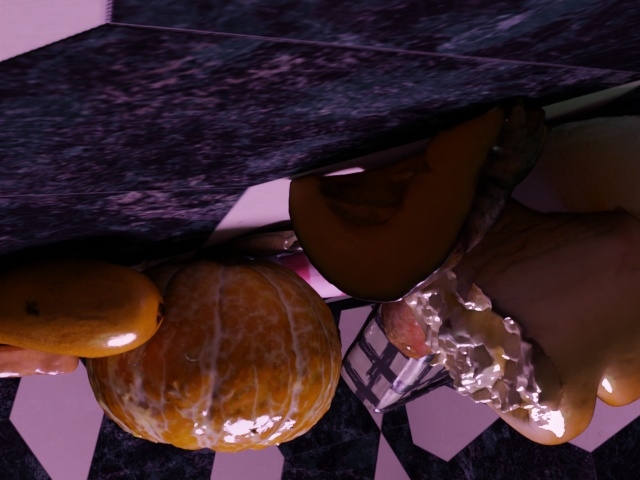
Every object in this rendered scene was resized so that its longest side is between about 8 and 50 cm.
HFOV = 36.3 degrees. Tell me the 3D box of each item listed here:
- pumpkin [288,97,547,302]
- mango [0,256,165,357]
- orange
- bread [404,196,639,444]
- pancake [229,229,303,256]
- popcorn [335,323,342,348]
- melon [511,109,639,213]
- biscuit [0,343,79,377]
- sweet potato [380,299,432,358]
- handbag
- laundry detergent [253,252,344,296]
[{"bbox_3d":[0.105,-0.018,0.869,0.254,0.149,0.130,-18,163,39],"label":"pumpkin"},{"bbox_3d":[-0.299,0.071,1.099,0.262,0.108,0.157,2,-177,16],"label":"mango"},{"bbox_3d":[-0.135,0.143,1.267,0.330,0.249,0.329,-3,179,0],"label":"orange"},{"bbox_3d":[0.221,0.058,0.986,0.270,0.211,0.316,-24,-141,-21],"label":"bread"},{"bbox_3d":[0.000,0.000,1.271,0.235,0.029,0.212,-4,177,-1],"label":"pancake"},{"bbox_3d":[-0.120,0.208,1.842,0.326,0.289,0.321,17,180,6],"label":"popcorn"},{"bbox_3d":[0.258,-0.070,0.919,0.140,0.093,0.203,-14,-176,-44],"label":"melon"},{"bbox_3d":[-0.474,0.132,1.270,0.312,0.057,0.351,4,179,-15],"label":"biscuit"},{"bbox_3d":[0.141,0.085,1.380,0.109,0.109,0.385,-11,155,-5],"label":"sweet potato"},{"bbox_3d":[0.231,0.133,1.764,0.327,0.162,0.325,-9,139,-44],"label":"handbag"},{"bbox_3d":[0.067,0.035,1.475,0.335,0.087,0.159,-9,168,-9],"label":"laundry detergent"}]
